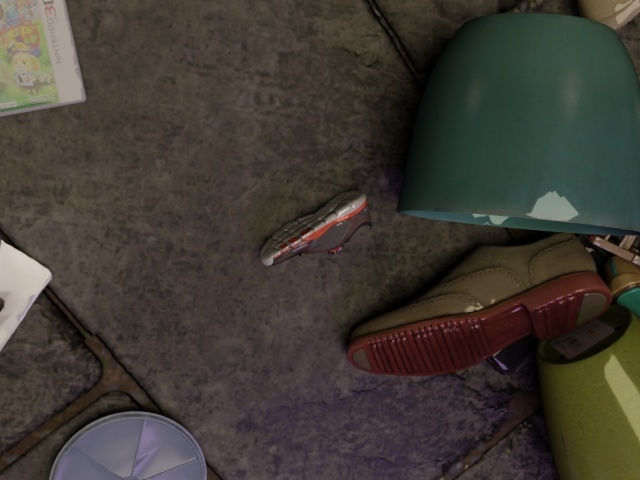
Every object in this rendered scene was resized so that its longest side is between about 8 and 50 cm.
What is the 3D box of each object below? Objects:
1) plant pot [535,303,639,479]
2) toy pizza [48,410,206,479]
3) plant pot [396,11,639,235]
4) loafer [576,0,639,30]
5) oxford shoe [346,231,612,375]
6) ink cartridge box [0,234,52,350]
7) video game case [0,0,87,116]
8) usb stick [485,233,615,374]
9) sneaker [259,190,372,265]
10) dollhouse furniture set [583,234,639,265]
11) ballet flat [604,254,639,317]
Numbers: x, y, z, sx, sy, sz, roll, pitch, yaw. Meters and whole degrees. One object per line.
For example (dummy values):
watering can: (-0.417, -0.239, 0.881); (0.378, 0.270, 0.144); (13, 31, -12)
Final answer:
plant pot: (0.414, 0.243, 1.317); (0.275, 0.275, 0.293); (-32, 106, -5)
toy pizza: (-0.248, 0.311, 1.268); (0.201, 0.032, 0.201); (-4, 105, -16)
plant pot: (0.249, -0.135, 1.165); (0.293, 0.293, 0.235); (6, 89, -17)
loafer: (0.426, -0.378, 1.237); (0.268, 0.102, 0.092); (-45, 117, 0)
oxford shoe: (0.197, 0.084, 1.305); (0.348, 0.130, 0.123); (-15, 143, 2)
ink cartridge box: (-0.497, 0.036, 1.078); (0.353, 0.119, 0.207); (34, 93, -21)
video game case: (-0.386, -0.231, 1.090); (0.212, 0.023, 0.193); (-12, 107, -12)
usb stick: (0.325, 0.068, 1.358); (0.077, 0.045, 0.278); (41, 91, -14)
sneaker: (0.000, 0.000, 1.242); (0.158, 0.061, 0.065); (-29, 117, -6)
dollhouse furniture set: (0.433, -0.018, 1.232); (0.129, 0.183, 0.129); (23, 107, -14)
ballet flat: (0.465, 0.084, 1.379); (0.080, 0.073, 0.232); (-30, 138, 21)
